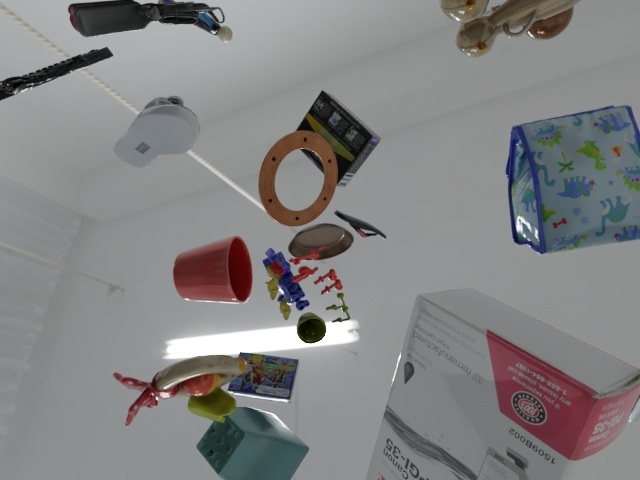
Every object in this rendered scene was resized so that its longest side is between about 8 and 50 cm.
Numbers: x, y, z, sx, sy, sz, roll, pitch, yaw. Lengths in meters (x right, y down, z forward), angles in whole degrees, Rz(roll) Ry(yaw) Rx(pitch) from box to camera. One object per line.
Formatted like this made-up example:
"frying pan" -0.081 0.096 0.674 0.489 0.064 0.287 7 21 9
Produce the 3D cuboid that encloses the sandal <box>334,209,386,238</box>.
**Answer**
"sandal" 0.106 -0.035 1.142 0.040 0.179 0.067 -64 -149 10

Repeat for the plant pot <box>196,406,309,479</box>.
"plant pot" -0.182 0.529 1.043 0.166 0.234 0.165 23 -108 40

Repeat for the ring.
"ring" -0.075 -0.212 1.439 0.032 0.337 0.336 24 -100 45

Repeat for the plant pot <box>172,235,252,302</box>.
"plant pot" -0.431 0.127 1.648 0.244 0.274 0.274 -7 -119 9

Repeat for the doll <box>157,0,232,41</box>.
"doll" -0.306 -0.558 1.043 0.189 0.129 0.046 27 -82 3

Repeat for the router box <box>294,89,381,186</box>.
"router box" 0.052 -0.404 1.644 0.308 0.081 0.242 49 -63 21

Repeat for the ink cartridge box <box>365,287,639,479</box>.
"ink cartridge box" 0.184 0.224 0.469 0.207 0.117 0.282 30 -67 50

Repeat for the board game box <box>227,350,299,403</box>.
"board game box" -0.180 0.437 1.324 0.202 0.035 0.136 6 -131 8

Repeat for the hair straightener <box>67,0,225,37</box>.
"hair straightener" -0.253 -0.340 0.637 0.231 0.047 0.089 -17 -139 -29

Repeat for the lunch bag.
"lunch bag" 0.294 -0.071 0.481 0.129 0.096 0.151 -11 -78 3

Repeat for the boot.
"boot" -0.279 -0.217 0.735 0.259 0.095 0.123 -4 -122 44

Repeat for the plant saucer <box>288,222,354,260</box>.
"plant saucer" 0.000 0.000 1.232 0.199 0.199 0.036 -23 -122 21

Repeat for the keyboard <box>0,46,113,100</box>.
"keyboard" -0.575 -0.336 0.847 0.202 0.033 0.317 8 -138 40

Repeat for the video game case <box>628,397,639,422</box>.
"video game case" 0.448 0.096 0.447 0.227 0.206 0.026 -20 -139 -10

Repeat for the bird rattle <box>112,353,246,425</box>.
"bird rattle" -0.274 0.282 0.850 0.207 0.254 0.143 -37 -133 23

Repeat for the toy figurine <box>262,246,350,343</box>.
"toy figurine" -0.070 0.119 1.225 0.191 0.362 0.217 -34 -136 -11

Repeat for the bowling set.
"bowling set" 0.181 -0.264 0.439 0.154 0.200 0.286 -22 -133 26
